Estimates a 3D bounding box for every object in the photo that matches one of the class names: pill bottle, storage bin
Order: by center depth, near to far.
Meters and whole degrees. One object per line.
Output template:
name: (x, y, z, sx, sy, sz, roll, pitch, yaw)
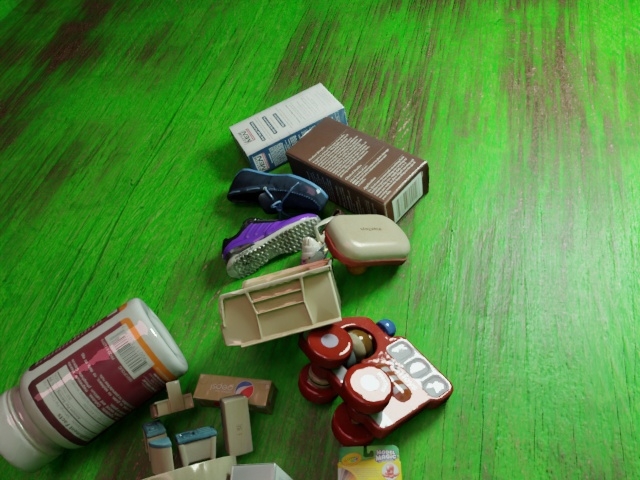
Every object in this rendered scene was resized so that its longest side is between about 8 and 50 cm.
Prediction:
pill bottle: (-0.530, 0.331, 1.201, 0.392, 0.224, 0.224, -35, 53, -13)
storage bin: (-0.084, 0.137, 1.205, 0.261, 0.262, 0.123, -15, 92, 3)

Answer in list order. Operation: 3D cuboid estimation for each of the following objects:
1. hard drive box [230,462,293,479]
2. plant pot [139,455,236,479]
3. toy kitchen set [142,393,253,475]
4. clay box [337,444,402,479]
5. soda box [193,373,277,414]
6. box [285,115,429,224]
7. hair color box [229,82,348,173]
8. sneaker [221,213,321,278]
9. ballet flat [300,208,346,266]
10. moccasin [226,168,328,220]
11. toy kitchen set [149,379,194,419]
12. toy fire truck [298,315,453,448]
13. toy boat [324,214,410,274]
hard drive box: (-0.104, 0.551, 0.949, 0.089, 0.181, 0.232, -7, 51, 11)
plant pot: (-0.251, 0.573, 0.954, 0.257, 0.256, 0.273, -18, 68, 0)
toy kitchen set: (-0.277, 0.407, 1.147, 0.207, 0.122, 0.166, -6, 1, -25)
clay box: (0.099, 0.516, 1.003, 0.128, 0.053, 0.221, -6, 53, 11)
soda box: (-0.196, 0.354, 1.203, 0.182, 0.058, 0.061, 2, 54, 15)
box: (0.103, -0.198, 1.504, 0.381, 0.143, 0.191, 34, 68, 31)
hair color box: (-0.103, -0.365, 1.705, 0.347, 0.105, 0.173, -28, 51, -8)
sneaker: (-0.147, -0.023, 1.453, 0.294, 0.102, 0.146, -26, 51, -7)
ballet flat: (0.000, 0.000, 1.409, 0.077, 0.079, 0.221, 5, 50, 50)
moccasin: (-0.131, -0.119, 1.526, 0.342, 0.137, 0.116, 11, 60, 39)
toy kitchen set: (-0.348, 0.366, 1.201, 0.083, 0.075, 0.068, -7, 71, -31)
toy fire truck: (0.105, 0.280, 1.139, 0.254, 0.169, 0.302, -19, 47, -32)
toy boat: (0.111, 0.027, 1.327, 0.231, 0.151, 0.151, -1, 44, -28)
